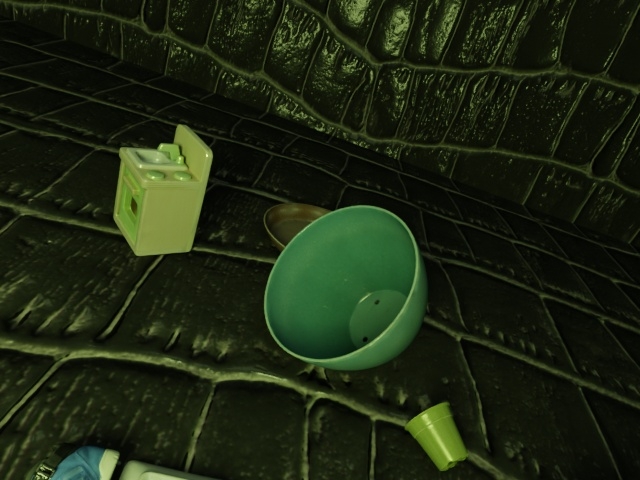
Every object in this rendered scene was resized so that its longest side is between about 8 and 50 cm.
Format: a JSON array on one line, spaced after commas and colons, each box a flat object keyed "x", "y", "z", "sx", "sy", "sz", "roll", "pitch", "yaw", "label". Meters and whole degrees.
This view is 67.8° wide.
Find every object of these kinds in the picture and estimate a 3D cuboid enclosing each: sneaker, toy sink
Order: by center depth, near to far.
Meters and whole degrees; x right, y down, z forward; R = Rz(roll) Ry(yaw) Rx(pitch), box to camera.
[{"x": -0.271, "y": 0.274, "z": 0.491, "sx": 0.084, "sy": 0.058, "sz": 0.152, "roll": 20, "pitch": 22, "yaw": -14, "label": "sneaker"}, {"x": -0.332, "y": -0.109, "z": 0.976, "sx": 0.131, "sy": 0.234, "sz": 0.153, "roll": -5, "pitch": 37, "yaw": -41, "label": "toy sink"}]

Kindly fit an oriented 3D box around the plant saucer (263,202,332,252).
[{"x": 0.000, "y": 0.000, "z": 1.216, "sx": 0.310, "sy": 0.050, "sz": 0.311, "roll": 17, "pitch": 26, "yaw": -9, "label": "plant saucer"}]

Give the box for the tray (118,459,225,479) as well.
[{"x": -0.167, "y": 0.343, "z": 0.472, "sx": 0.145, "sy": 0.030, "sz": 0.270, "roll": 18, "pitch": 27, "yaw": -8, "label": "tray"}]

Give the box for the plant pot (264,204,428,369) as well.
[{"x": 0.072, "y": 0.111, "z": 0.861, "sx": 0.195, "sy": 0.290, "sz": 0.290, "roll": 47, "pitch": 3, "yaw": -44, "label": "plant pot"}]

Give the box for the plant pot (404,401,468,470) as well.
[{"x": 0.187, "y": 0.311, "z": 0.745, "sx": 0.083, "sy": 0.083, "sz": 0.079, "roll": 0, "pitch": 46, "yaw": -35, "label": "plant pot"}]
